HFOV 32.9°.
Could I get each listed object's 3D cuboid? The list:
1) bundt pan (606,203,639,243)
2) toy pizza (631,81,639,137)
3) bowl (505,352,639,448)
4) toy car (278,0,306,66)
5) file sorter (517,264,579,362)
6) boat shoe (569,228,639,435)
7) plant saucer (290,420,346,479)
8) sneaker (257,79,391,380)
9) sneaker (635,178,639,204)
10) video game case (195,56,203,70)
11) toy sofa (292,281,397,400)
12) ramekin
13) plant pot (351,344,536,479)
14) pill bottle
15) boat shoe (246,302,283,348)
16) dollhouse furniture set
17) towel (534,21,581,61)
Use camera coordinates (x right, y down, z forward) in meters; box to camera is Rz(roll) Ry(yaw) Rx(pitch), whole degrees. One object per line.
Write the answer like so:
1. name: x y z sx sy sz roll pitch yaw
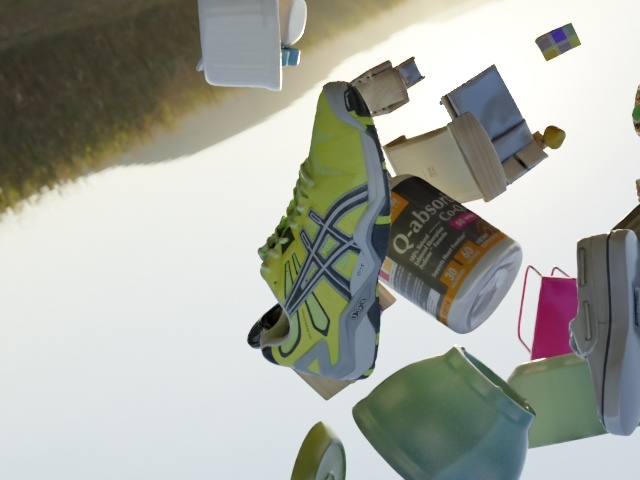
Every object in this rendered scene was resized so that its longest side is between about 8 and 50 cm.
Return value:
1. bundt pan: 0.599 0.050 1.669 0.124 0.331 0.331 -53 -171 6
2. toy pizza: 0.699 -0.311 2.265 0.032 0.201 0.201 15 -175 -11
3. bowl: 0.490 0.309 2.144 0.312 0.163 0.311 -10 170 -2
4. toy car: -0.163 -0.529 2.512 0.238 0.219 0.210 11 -167 10
5. file sorter: 0.615 0.168 2.492 0.291 0.202 0.182 4 -167 -5
6. boat shoe: 0.360 0.116 1.385 0.088 0.267 0.096 -8 162 34
7. plant saucer: -0.001 0.446 1.946 0.037 0.241 0.241 7 -157 19
8. sneaker: 0.000 0.000 1.305 0.147 0.384 0.145 -1 -160 -7
9. sneaker: 0.719 -0.095 2.256 0.093 0.088 0.225 -16 174 33
10. video game case: -0.215 -0.421 2.386 0.122 0.011 0.087 -33 169 -42
11. toy sofa: 0.069 0.192 2.550 0.177 0.150 0.362 -40 -170 32
12. ramekin: -0.143 -0.400 1.910 0.135 0.277 0.277 -3 -170 -3
13. plant pot: 0.223 0.296 1.761 0.196 0.293 0.293 -51 -172 7
14. pill bottle: 0.144 0.002 1.599 0.278 0.162 0.162 35 -134 24
15. boat shoe: -0.081 0.135 1.792 0.040 0.049 0.142 3 144 -49
16. dollhouse furniture set: 0.267 -0.217 1.776 0.303 0.286 0.198 -32 -171 -28
17. towel: 0.489 -0.408 2.234 0.083 0.060 0.009 -24 -153 20
